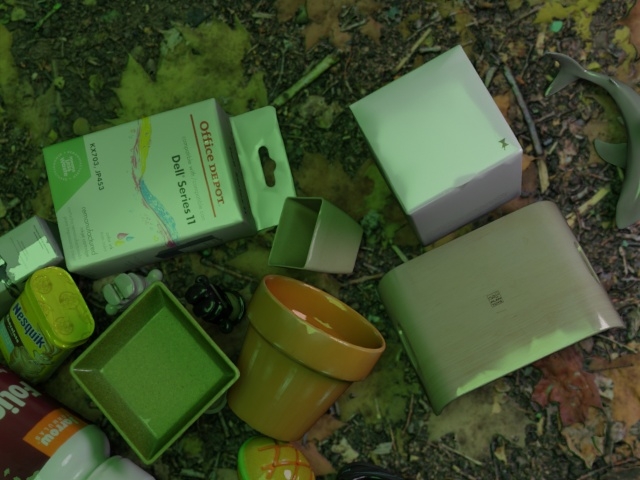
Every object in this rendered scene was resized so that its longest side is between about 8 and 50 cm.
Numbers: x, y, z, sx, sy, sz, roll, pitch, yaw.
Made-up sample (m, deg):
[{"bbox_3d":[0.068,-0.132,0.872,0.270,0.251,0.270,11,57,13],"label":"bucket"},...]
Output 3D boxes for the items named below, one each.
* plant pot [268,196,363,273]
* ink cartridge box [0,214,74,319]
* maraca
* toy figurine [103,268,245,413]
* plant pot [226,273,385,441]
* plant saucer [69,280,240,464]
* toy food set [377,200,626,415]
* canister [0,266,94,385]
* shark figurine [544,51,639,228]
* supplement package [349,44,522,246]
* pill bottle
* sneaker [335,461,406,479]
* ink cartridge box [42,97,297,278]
[{"bbox_3d":[0.000,0.000,1.858,0.096,0.109,0.109,19,82,-32],"label":"plant pot"},{"bbox_3d":[-0.478,0.050,1.913,0.190,0.139,0.082,-33,79,3],"label":"ink cartridge box"},{"bbox_3d":[-0.051,0.365,1.810,0.186,0.127,0.099,51,124,5],"label":"maraca"},{"bbox_3d":[-0.229,0.152,1.862,0.209,0.148,0.213,6,84,16],"label":"toy figurine"},{"bbox_3d":[-0.038,0.181,1.806,0.205,0.205,0.188,32,102,12],"label":"plant pot"},{"bbox_3d":[-0.230,0.186,1.756,0.188,0.045,0.188,-45,75,5],"label":"plant saucer"},{"bbox_3d":[0.261,0.098,1.827,0.306,0.092,0.220,-25,66,3],"label":"toy food set"},{"bbox_3d":[-0.423,0.135,1.880,0.170,0.073,0.126,-43,72,44],"label":"canister"},{"bbox_3d":[0.453,-0.178,1.821,0.166,0.116,0.278,-26,80,3],"label":"shark figurine"},{"bbox_3d":[0.170,-0.125,1.762,0.177,0.293,0.175,-28,78,3],"label":"supplement package"},{"bbox_3d":[-0.454,0.325,1.821,0.392,0.224,0.224,30,87,12],"label":"pill bottle"},{"bbox_3d":[0.138,0.402,1.778,0.267,0.106,0.101,20,83,10],"label":"sneaker"},{"bbox_3d":[-0.226,-0.087,1.906,0.353,0.119,0.207,-16,79,6],"label":"ink cartridge box"}]
